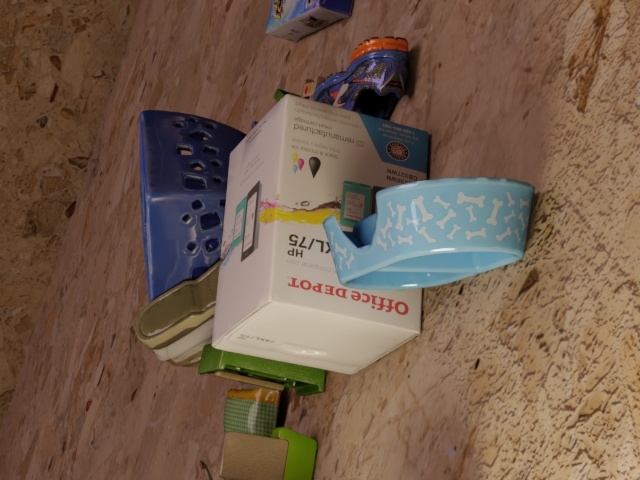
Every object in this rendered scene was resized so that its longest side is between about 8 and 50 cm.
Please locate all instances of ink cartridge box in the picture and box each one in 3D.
[{"bbox_3d":[0.000,0.000,1.758,0.197,0.198,0.270,141,137,-58],"label":"ink cartridge box"}]

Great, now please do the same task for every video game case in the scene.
[{"bbox_3d":[0.001,-0.465,2.252,0.244,0.061,0.269,174,108,-70],"label":"video game case"}]

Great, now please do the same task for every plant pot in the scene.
[{"bbox_3d":[-0.158,-0.042,2.133,0.236,0.212,0.236,-103,13,-52],"label":"plant pot"}]

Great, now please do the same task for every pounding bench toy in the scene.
[{"bbox_3d":[0.000,-0.191,2.090,0.065,0.052,0.083,-178,100,-70],"label":"pounding bench toy"}]

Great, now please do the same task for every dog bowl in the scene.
[{"bbox_3d":[0.112,-0.001,1.527,0.297,0.166,0.074,154,116,-65],"label":"dog bowl"}]

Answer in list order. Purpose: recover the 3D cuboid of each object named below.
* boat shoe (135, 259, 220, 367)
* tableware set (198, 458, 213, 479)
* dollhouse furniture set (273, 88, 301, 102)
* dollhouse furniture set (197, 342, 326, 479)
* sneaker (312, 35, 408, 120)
[{"bbox_3d":[-0.111,0.087,2.037,0.302,0.103,0.113,-24,42,19],"label":"boat shoe"},{"bbox_3d":[-0.143,0.393,2.046,0.141,0.020,0.168,-171,60,-80],"label":"tableware set"},{"bbox_3d":[-0.059,-0.152,2.214,0.076,0.059,0.151,-125,51,-65],"label":"dollhouse furniture set"},{"bbox_3d":[-0.126,0.261,1.996,0.301,0.151,0.197,157,124,-66],"label":"dollhouse furniture set"},{"bbox_3d":[0.050,-0.187,1.921,0.221,0.083,0.087,131,139,-58],"label":"sneaker"}]
